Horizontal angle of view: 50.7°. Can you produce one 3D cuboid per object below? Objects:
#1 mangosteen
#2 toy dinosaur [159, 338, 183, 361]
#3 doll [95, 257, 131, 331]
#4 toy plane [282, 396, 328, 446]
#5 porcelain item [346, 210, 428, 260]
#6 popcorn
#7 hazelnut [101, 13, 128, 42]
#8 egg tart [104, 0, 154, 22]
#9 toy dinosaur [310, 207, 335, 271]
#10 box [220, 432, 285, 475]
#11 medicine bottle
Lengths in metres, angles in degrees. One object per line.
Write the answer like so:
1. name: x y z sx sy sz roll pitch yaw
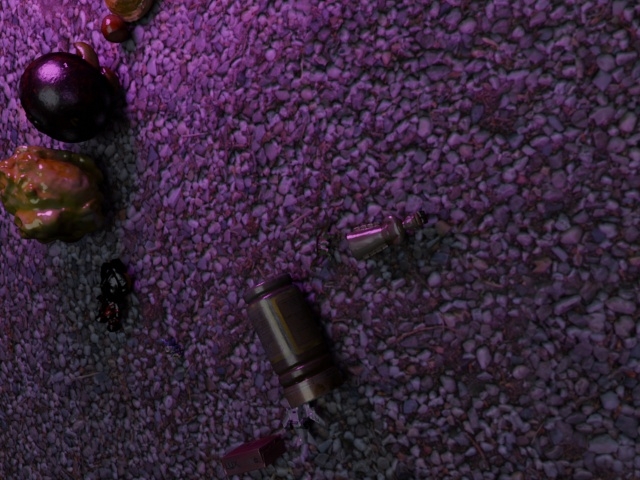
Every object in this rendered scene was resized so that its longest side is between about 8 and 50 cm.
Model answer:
1. mangosteen: -0.734 -0.429 1.986 0.287 0.288 0.288 4 98 29
2. toy dinosaur: -0.446 0.324 2.026 0.083 0.047 0.031 47 117 15
3. doll: -0.648 0.161 2.105 0.126 0.088 0.249 14 113 6
4. toy plane: -0.054 0.469 1.817 0.162 0.065 0.171 -15 93 41
5. porcelain item: 0.166 -0.022 1.637 0.213 0.054 0.084 -24 87 30
6. popcorn: -0.819 -0.141 2.039 0.312 0.312 0.313 4 98 29
7. hazelnut: -0.605 -0.620 1.977 0.086 0.086 0.086 4 98 29
8. egg tart: -0.560 -0.753 1.939 0.252 0.098 0.232 -24 80 33
9. toy dinosaur: 0.012 0.006 1.737 0.058 0.037 0.180 22 107 21
10. box: -0.186 0.597 1.878 0.156 0.111 0.060 -25 84 31
11. medicine bottle: -0.075 0.256 1.750 0.151 0.151 0.323 -30 81 29
